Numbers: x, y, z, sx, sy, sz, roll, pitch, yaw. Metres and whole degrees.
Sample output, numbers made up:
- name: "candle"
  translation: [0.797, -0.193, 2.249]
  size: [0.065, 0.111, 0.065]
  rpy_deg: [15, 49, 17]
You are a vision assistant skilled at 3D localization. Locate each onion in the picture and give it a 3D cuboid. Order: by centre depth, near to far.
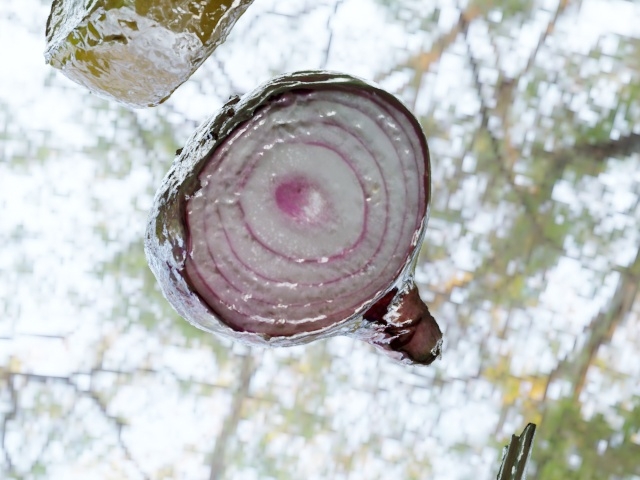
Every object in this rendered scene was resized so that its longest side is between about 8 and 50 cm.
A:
- name: "onion"
  translation: [0.000, 0.000, 1.191]
  size: [0.218, 0.195, 0.140]
  rpy_deg: [43, 171, -15]

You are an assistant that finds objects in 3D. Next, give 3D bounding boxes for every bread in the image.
- name: "bread"
  translation: [-0.073, -0.178, 1.024]
  size: [0.070, 0.236, 0.236]
  rpy_deg: [33, -152, -18]

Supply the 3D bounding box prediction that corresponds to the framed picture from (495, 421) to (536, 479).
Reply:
- name: "framed picture"
  translation: [0.052, 0.233, 0.817]
  size: [0.014, 0.197, 0.252]
  rpy_deg: [14, -135, 10]
